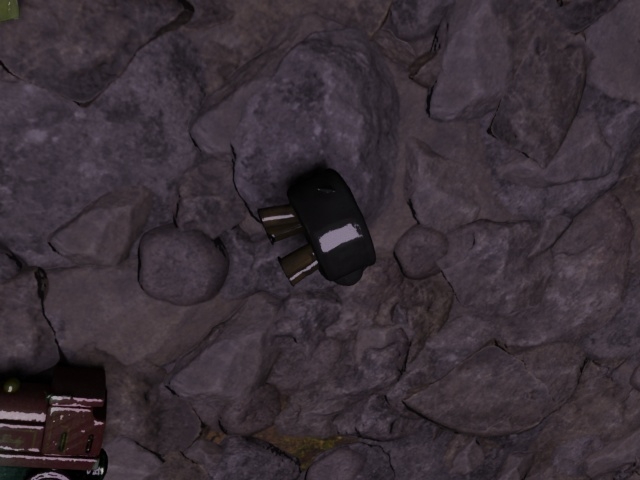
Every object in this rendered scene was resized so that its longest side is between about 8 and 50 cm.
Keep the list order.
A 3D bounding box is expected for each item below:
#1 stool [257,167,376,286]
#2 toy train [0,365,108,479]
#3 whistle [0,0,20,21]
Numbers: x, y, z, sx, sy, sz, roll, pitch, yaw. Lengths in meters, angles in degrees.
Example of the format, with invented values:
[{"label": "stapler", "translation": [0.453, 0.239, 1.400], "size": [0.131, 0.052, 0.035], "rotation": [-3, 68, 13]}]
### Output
[{"label": "stool", "translation": [0.003, 0.006, 0.977], "size": [0.139, 0.153, 0.228], "rotation": [-25, 123, -3]}, {"label": "toy train", "translation": [-0.479, 0.301, 1.013], "size": [0.304, 0.150, 0.221], "rotation": [9, 105, -20]}, {"label": "whistle", "translation": [-0.387, -0.347, 0.699], "size": [0.105, 0.085, 0.227], "rotation": [-12, 122, 0]}]
